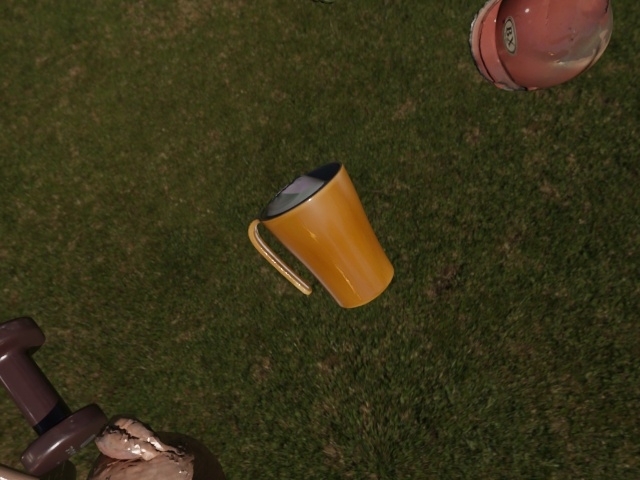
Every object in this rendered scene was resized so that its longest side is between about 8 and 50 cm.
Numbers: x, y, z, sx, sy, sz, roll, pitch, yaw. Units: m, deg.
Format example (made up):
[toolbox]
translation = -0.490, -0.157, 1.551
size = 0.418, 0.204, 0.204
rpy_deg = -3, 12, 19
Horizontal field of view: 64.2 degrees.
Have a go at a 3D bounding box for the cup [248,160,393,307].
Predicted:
[cup]
translation = 0.000, 0.000, 0.961
size = 0.226, 0.264, 0.182
rpy_deg = -27, 20, 21

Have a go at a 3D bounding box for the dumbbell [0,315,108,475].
[dumbbell]
translation = -0.447, 0.239, 0.796
size = 0.124, 0.140, 0.225
rpy_deg = -37, 79, -29

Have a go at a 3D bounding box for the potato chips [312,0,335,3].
[potato chips]
translation = 0.083, -0.328, 0.243
size = 0.389, 0.097, 0.373
rpy_deg = -27, 62, 42

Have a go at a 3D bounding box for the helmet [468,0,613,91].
[helmet]
translation = 0.135, -0.122, 0.297
size = 0.084, 0.049, 0.065
rpy_deg = -18, 104, -16

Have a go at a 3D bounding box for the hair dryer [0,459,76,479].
[hair dryer]
translation = -0.486, 0.382, 0.821
size = 0.181, 0.117, 0.064
rpy_deg = 33, 86, -23

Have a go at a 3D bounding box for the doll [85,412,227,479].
[doll]
translation = -0.080, 0.274, 0.380
size = 0.303, 0.201, 0.156
rpy_deg = 26, 45, 31
